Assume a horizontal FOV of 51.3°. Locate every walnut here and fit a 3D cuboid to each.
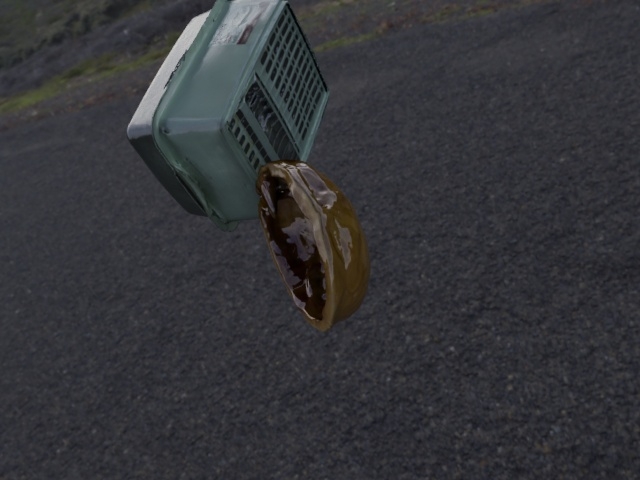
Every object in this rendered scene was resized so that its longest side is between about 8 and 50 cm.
[{"bbox_3d":[0.003,0.001,0.756,0.087,0.167,0.211,-14,59,-23],"label":"walnut"}]

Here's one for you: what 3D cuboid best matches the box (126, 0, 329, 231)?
[{"bbox_3d":[-0.115,-0.175,0.904,0.166,0.220,0.290,0,53,27],"label":"box"}]
